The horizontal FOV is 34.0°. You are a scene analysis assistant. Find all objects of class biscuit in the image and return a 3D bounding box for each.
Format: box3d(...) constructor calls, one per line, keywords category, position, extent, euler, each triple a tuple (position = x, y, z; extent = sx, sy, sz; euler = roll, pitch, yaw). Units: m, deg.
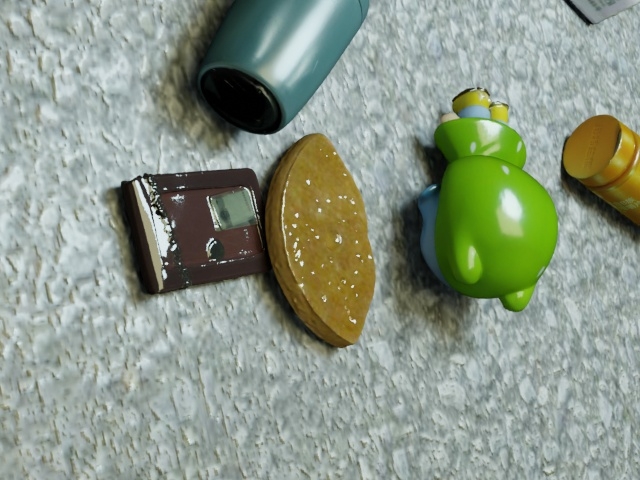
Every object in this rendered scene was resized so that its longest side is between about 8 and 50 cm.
box3d(category="biscuit", position=(0.000, 0.000, 1.053), extent=(0.142, 0.029, 0.220), euler=(-7, 85, -50))

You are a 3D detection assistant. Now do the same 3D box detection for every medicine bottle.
box3d(category="medicine bottle", position=(0.420, -0.084, 1.405), extent=(0.192, 0.096, 0.096), euler=(29, 61, -34))

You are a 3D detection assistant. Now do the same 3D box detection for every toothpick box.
box3d(category="toothpick box", position=(-0.039, -0.195, 1.016), extent=(0.120, 0.120, 0.184), euler=(44, 57, -24))

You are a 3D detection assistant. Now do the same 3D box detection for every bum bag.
box3d(category="bum bag", position=(-0.110, -0.012, 0.973), extent=(0.159, 0.026, 0.109), euler=(-9, 85, -48))

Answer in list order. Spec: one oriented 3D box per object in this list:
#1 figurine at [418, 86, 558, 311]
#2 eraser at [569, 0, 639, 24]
box3d(category="figurine", position=(0.183, -0.051, 1.169), extent=(0.162, 0.143, 0.263), euler=(33, 48, -38))
box3d(category="eraser", position=(0.329, -0.435, 1.424), extent=(0.287, 0.086, 0.130), euler=(37, 55, -28))
